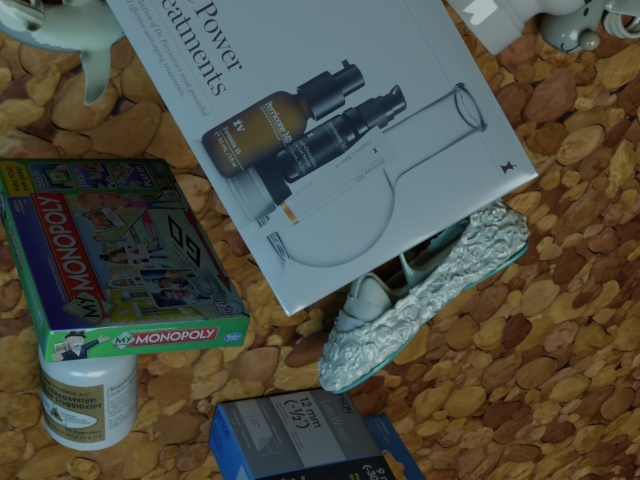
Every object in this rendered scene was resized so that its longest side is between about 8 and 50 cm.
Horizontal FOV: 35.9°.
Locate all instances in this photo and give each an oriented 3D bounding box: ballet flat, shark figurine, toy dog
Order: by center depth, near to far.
[{"bbox_3d":[-0.307,-0.241,1.011,0.278,0.116,0.166,16,85,-47],"label":"shark figurine"},{"bbox_3d":[0.441,-0.371,1.271,0.220,0.161,0.333,-3,129,-28],"label":"toy dog"},{"bbox_3d":[0.134,0.063,1.531,0.409,0.147,0.147,-39,136,2],"label":"ballet flat"}]

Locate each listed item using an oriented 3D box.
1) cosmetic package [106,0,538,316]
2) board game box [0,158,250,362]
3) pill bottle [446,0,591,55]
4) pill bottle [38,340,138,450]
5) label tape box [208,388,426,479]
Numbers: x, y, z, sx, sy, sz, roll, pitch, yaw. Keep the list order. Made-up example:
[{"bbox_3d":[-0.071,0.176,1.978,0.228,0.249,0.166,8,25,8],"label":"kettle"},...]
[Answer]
[{"bbox_3d":[-0.002,-0.157,0.989,0.284,0.097,0.377,-30,92,1],"label":"cosmetic package"},{"bbox_3d":[-0.233,0.009,1.109,0.213,0.317,0.046,-2,127,-29],"label":"board game box"},{"bbox_3d":[0.291,-0.390,1.121,0.363,0.210,0.210,-39,137,16],"label":"pill bottle"},{"bbox_3d":[-0.314,0.165,1.338,0.131,0.131,0.229,-10,132,-22],"label":"pill bottle"},{"bbox_3d":[0.022,0.366,1.622,0.348,0.249,0.115,-6,131,-25],"label":"label tape box"}]
